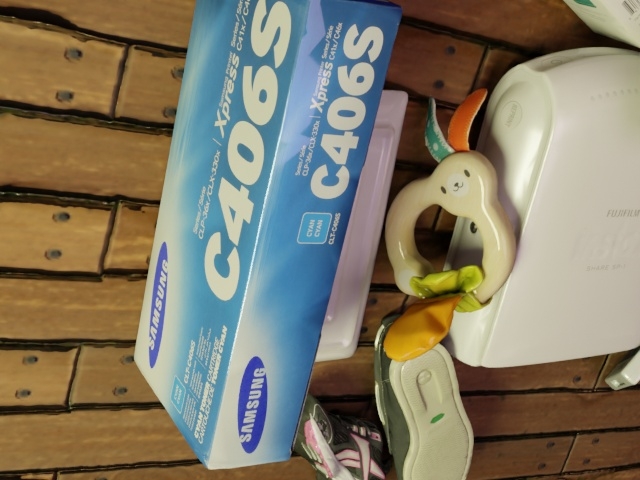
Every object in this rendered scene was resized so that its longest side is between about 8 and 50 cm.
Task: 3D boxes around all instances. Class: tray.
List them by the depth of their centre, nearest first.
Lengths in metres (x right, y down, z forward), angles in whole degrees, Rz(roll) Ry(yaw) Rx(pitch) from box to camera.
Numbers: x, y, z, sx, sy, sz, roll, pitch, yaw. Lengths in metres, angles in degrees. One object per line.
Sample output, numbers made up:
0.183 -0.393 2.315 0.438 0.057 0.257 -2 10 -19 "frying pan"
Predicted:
0.000 0.000 0.834 0.145 0.030 0.270 -3 116 -30 "tray"

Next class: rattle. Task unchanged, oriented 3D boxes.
0.091 -0.021 0.808 0.142 0.130 0.200 -17 125 -37 "rattle"

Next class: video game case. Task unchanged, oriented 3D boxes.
0.405 0.087 1.079 0.201 0.023 0.183 -49 165 -1 "video game case"

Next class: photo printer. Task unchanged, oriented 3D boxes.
0.256 -0.034 0.927 0.256 0.107 0.308 -1 115 -32 "photo printer"

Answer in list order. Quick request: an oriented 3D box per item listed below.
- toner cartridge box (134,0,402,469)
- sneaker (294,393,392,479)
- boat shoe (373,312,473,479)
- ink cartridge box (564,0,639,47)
-0.053 -0.023 0.701 0.075 0.165 0.348 1 113 -31 "toner cartridge box"
0.019 0.198 0.938 0.077 0.072 0.178 -46 139 -19 "sneaker"
0.100 0.180 0.959 0.084 0.079 0.233 -22 122 -18 "boat shoe"
0.240 -0.282 0.804 0.231 0.078 0.134 30 97 -39 "ink cartridge box"
